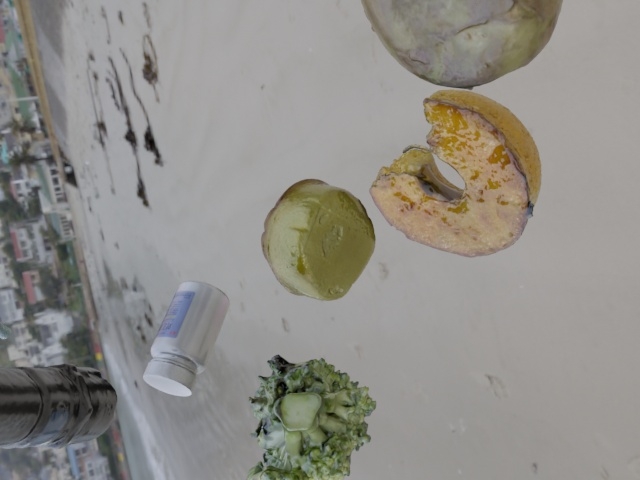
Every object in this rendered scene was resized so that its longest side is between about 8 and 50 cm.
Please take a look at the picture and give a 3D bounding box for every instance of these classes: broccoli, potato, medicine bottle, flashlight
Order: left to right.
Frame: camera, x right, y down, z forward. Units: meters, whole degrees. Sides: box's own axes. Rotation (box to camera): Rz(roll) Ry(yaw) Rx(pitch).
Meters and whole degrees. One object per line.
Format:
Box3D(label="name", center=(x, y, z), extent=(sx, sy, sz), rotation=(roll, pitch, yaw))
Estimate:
Box3D(label="flashlight", center=(-0.327, 0.174, 0.621), extent=(0.424, 0.103, 0.103), rotation=(82, 170, -76))
Box3D(label="medicine bottle", center=(-0.237, 0.172, 1.074), extent=(0.102, 0.103, 0.186), rotation=(117, 172, -58))
Box3D(label="broccoli", center=(-0.040, 0.303, 1.031), extent=(0.247, 0.263, 0.243), rotation=(53, 168, 21))
Box3D(label="potato", center=(0.159, -0.326, 0.778), extent=(0.289, 0.301, 0.237), rotation=(37, 124, 49))

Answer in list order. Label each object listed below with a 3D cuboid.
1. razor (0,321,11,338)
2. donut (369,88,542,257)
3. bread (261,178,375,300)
Box3D(label="razor", center=(-0.682, 0.136, 1.180), extent=(0.068, 0.106, 0.232), rotation=(59, 170, 31))
Box3D(label="donut", center=(0.343, -0.148, 1.463), extent=(0.377, 0.163, 0.435), rotation=(47, 144, 4))
Box3D(label="bread", center=(0.000, 0.000, 1.345), extent=(0.148, 0.270, 0.269), rotation=(14, 116, 45))
